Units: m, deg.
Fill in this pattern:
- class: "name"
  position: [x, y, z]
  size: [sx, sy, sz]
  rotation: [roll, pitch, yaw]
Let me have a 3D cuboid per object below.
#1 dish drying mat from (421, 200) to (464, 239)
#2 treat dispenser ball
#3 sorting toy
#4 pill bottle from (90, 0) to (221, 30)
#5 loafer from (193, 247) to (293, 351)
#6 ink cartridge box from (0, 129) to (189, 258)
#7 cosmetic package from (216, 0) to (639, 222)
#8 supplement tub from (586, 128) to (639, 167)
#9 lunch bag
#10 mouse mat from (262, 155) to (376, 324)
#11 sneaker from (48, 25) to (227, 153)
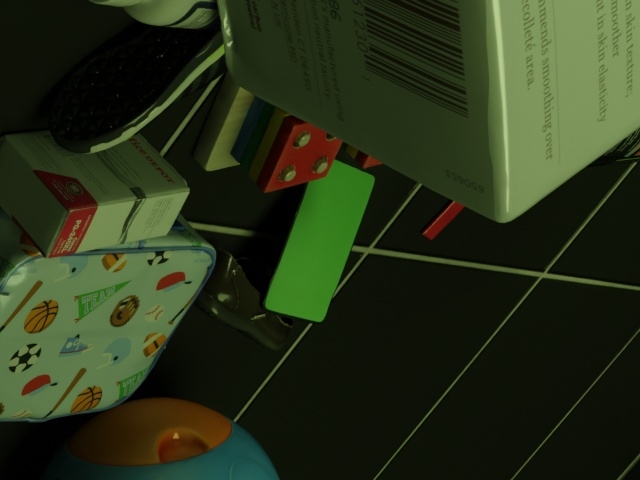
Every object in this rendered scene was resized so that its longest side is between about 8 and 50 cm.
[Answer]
- class: "dish drying mat"
  position: [0.161, -0.035, 2.409]
  size: [0.083, 0.008, 0.032]
  rotation: [-46, 153, 7]
- class: "treat dispenser ball"
  position: [-0.179, 0.319, 2.138]
  size: [0.288, 0.288, 0.288]
  rotation: [-33, 152, -20]
- class: "sorting toy"
  position: [0.030, -0.173, 1.930]
  size: [0.257, 0.089, 0.255]
  rotation: [-15, 142, -43]
- class: "pill bottle"
  position: [-0.113, -0.234, 1.609]
  size: [0.186, 0.112, 0.112]
  rotation: [-1, 132, -47]
- class: "loafer"
  position: [-0.076, 0.065, 2.140]
  size: [0.078, 0.080, 0.220]
  rotation: [-55, 158, 0]
- class: "ink cartridge box"
  position: [-0.213, -0.049, 1.750]
  size: [0.150, 0.109, 0.063]
  rotation: [-11, 138, -47]
- class: "cosmetic package"
  position: [0.150, -0.287, 1.516]
  size: [0.393, 0.327, 0.329]
  rotation: [-34, 134, -29]
- class: "supplement tub"
  position: [0.326, -0.182, 2.215]
  size: [0.316, 0.193, 0.193]
  rotation: [-7, 136, -51]
- class: "lunch bag"
  position: [-0.250, 0.056, 1.855]
  size: [0.303, 0.115, 0.243]
  rotation: [-4, 132, -51]
- class: "mouse mat"
  position: [0.000, 0.000, 2.158]
  size: [0.152, 0.007, 0.190]
  rotation: [19, 93, -61]
- class: "sneaker"
  position: [-0.138, -0.146, 1.742]
  size: [0.234, 0.084, 0.097]
  rotation: [-38, 155, -10]
